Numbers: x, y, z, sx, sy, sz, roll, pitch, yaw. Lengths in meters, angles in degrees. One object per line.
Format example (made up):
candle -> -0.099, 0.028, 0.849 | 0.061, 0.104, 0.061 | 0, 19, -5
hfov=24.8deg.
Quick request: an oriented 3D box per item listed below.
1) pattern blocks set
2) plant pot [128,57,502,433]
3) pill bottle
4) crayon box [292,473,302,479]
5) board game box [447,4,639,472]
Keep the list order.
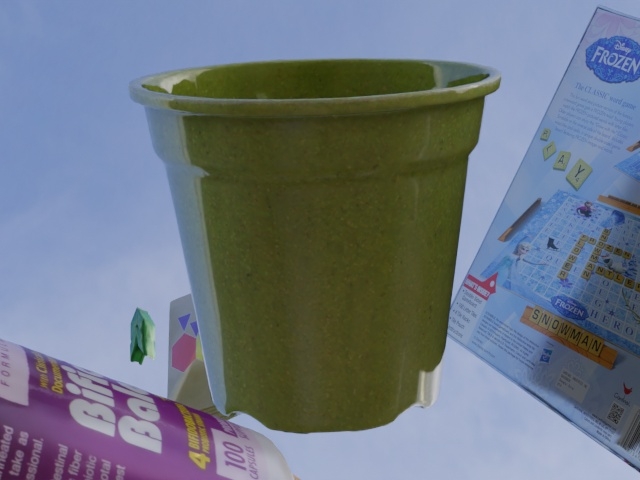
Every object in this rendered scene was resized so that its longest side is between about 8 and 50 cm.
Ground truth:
pattern blocks set -> -0.089, 0.108, 1.503 | 0.325, 0.285, 0.026 | -11, -24, 42
plant pot -> 0.000, 0.000, 1.107 | 0.276, 0.276, 0.254 | -1, -77, 3
pill bottle -> -0.177, 0.138, 0.772 | 0.301, 0.169, 0.169 | 23, -60, -25
crayon box -> 0.032, 0.316, 1.266 | 0.278, 0.165, 0.081 | 33, -81, 6
board game box -> 0.263, -0.004, 1.145 | 0.066, 0.319, 0.318 | 21, -82, -32
